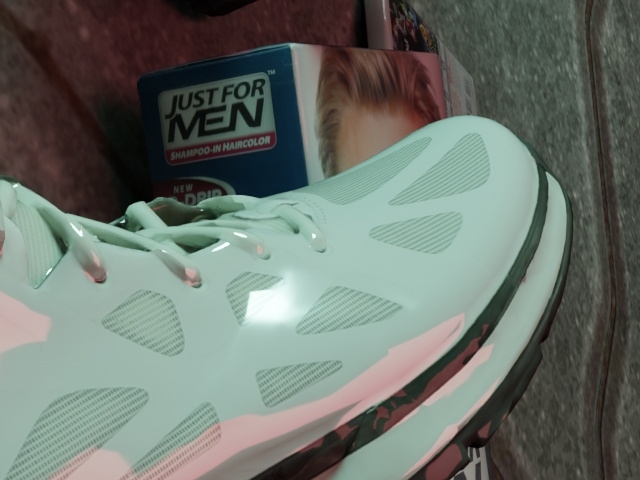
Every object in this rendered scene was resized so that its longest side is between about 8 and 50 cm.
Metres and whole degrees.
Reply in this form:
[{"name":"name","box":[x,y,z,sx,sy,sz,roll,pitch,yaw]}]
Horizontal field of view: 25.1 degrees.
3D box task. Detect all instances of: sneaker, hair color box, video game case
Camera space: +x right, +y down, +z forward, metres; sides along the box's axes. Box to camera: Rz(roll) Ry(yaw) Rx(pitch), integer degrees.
[{"name":"sneaker","box":[-0.083,0.010,0.547,0.447,0.169,0.257,-40,111,-33]},{"name":"hair color box","box":[0.009,0.069,0.815,0.174,0.105,0.347,-10,92,-59]},{"name":"video game case","box":[0.086,-0.090,1.130,0.173,0.022,0.190,39,40,-51]}]

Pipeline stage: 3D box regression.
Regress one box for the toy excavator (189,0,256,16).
[{"name":"toy excavator","box":[-0.095,-0.260,0.707,0.445,0.222,0.433,26,54,-49]}]
